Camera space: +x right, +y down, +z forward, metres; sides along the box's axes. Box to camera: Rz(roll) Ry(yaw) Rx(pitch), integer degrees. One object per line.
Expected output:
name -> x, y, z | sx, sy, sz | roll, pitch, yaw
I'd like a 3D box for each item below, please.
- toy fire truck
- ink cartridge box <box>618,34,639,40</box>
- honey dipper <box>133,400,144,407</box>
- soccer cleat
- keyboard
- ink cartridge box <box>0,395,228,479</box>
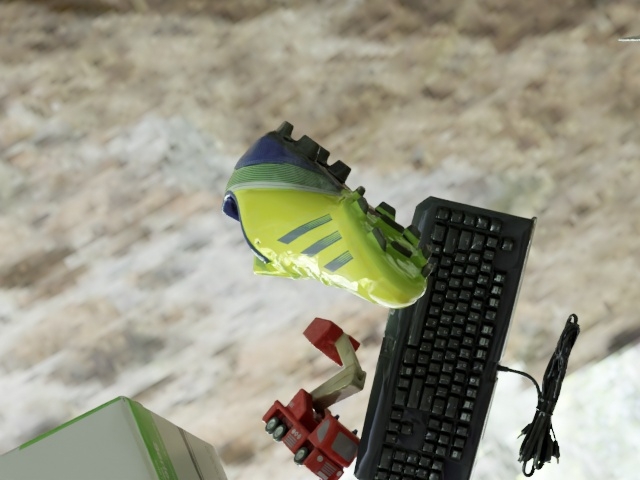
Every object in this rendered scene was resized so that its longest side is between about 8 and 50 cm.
toy fire truck -> 0.006, 0.166, 1.884 | 0.135, 0.047, 0.192 | -50, 26, -2
ink cartridge box -> 0.430, -0.200, 1.753 | 0.208, 0.045, 0.206 | -13, 9, -16
honey dipper -> -0.225, 0.246, 2.057 | 0.030, 0.030, 0.160 | -40, 25, 26
soccer cleat -> 0.001, 0.000, 1.522 | 0.093, 0.289, 0.121 | 34, -83, -35
keyboard -> 0.158, 0.125, 1.773 | 0.033, 0.202, 0.317 | -87, 8, -74
ink cartridge box -> -0.203, 0.258, 1.671 | 0.198, 0.114, 0.273 | -27, -21, 5
